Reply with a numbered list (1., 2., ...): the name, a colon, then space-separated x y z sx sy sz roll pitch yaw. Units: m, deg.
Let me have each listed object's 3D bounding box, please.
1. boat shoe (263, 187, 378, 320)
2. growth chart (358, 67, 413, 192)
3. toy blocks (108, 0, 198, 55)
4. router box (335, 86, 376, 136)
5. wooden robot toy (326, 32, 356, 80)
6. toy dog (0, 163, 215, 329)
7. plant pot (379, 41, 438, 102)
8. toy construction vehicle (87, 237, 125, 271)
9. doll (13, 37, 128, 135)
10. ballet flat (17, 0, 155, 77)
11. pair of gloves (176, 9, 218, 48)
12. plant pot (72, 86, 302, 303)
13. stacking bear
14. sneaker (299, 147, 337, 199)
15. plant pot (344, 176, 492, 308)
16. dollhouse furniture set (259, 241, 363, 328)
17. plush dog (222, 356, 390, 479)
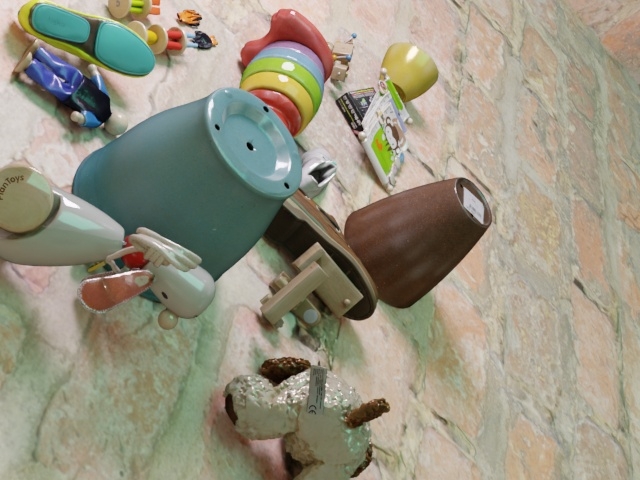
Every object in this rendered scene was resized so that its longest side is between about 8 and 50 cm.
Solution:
1. boat shoe: 0.000 0.000 1.820 0.307 0.111 0.104 49 34 -11
2. growth chart: 0.141 -0.229 2.224 0.172 0.021 0.237 54 40 -33
3. toy blocks: -0.284 -0.378 1.827 0.148 0.054 0.123 -9 70 -55
4. router box: 0.095 -0.275 2.246 0.122 0.038 0.092 -21 81 -57
5. wooden robot toy: 0.027 -0.391 2.257 0.079 0.076 0.173 14 41 0
6. toy dog: -0.313 0.033 1.332 0.334 0.161 0.220 28 -8 6
7. plant pot: 0.185 -0.366 2.380 0.134 0.134 0.095 45 61 -18
8. toy construction vehicle: -0.280 0.036 1.451 0.098 0.086 0.035 55 30 -27
9. doll: -0.367 -0.227 1.597 0.189 0.046 0.129 39 38 -25
10. ballet flat: -0.368 -0.317 1.648 0.231 0.077 0.077 18 84 -40
11. pair of gloves: -0.229 -0.392 1.951 0.083 0.010 0.074 61 31 1
12. plant pot: -0.175 -0.084 1.532 0.272 0.255 0.271 33 39 -32
13. stacking bear: -0.086 -0.248 1.894 0.164 0.175 0.289 35 47 -18
14. sneaker: -0.002 -0.126 1.940 0.080 0.094 0.212 49 30 -10
15. plant pot: 0.201 -0.016 1.986 0.215 0.230 0.215 33 40 -33
16. dollhouse furniture set: -0.009 0.103 1.691 0.123 0.144 0.151 50 -3 -11
17. plush dog: 0.005 0.262 1.561 0.262 0.211 0.225 56 6 -4
